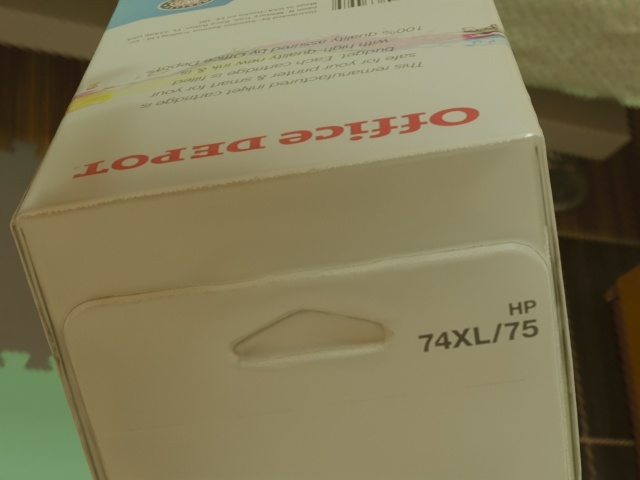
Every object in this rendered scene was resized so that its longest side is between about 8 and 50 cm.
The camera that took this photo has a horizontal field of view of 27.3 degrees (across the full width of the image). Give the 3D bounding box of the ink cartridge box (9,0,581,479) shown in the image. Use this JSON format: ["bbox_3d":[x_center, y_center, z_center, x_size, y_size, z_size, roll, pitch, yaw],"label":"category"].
[{"bbox_3d":[0.000,0.000,0.622,0.198,0.197,0.270,-8,27,5],"label":"ink cartridge box"}]
